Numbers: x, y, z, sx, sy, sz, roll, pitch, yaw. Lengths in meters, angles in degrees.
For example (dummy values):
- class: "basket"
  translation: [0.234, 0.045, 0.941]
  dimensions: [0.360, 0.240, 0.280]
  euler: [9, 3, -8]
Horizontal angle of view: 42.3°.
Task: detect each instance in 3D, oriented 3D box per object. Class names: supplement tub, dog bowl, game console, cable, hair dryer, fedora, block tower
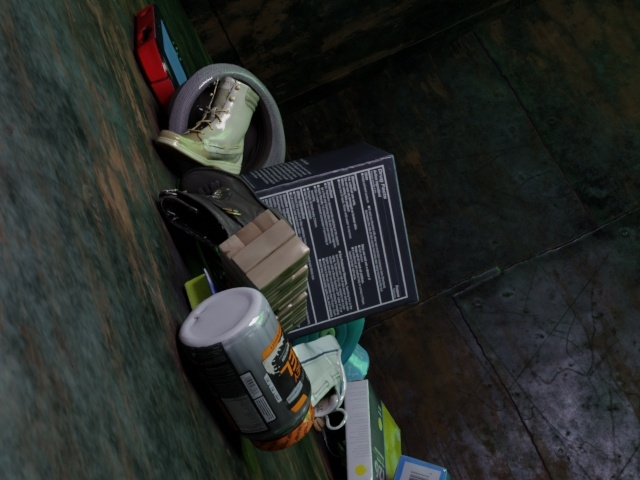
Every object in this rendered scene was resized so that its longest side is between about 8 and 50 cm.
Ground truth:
- class: "supplement tub"
  translation: [-0.084, 0.162, 1.018]
  dimensions: [0.117, 0.117, 0.190]
  euler: [-111, 176, -61]
- class: "dog bowl"
  translation: [0.007, 0.244, 1.904]
  dimensions: [0.074, 0.166, 0.297]
  euler: [52, 9, -31]
- class: "game console"
  translation: [-0.303, -0.318, 1.804]
  dimensions: [0.386, 0.060, 0.342]
  euler: [-110, 175, -58]
- class: "cable"
  translation: [-0.170, 0.018, 1.461]
  dimensions: [0.184, 0.047, 0.150]
  euler: [-107, 172, -70]
- class: "hair dryer"
  translation: [0.045, 0.410, 1.945]
  dimensions: [0.223, 0.080, 0.293]
  euler: [63, 3, -46]
- class: "fedora"
  translation: [-0.201, -0.210, 1.601]
  dimensions: [0.124, 0.244, 0.275]
  euler: [23, -31, 47]
- class: "block tower"
  translation: [-0.079, 0.068, 1.235]
  dimensions: [0.091, 0.097, 0.335]
  euler: [48, -17, 15]

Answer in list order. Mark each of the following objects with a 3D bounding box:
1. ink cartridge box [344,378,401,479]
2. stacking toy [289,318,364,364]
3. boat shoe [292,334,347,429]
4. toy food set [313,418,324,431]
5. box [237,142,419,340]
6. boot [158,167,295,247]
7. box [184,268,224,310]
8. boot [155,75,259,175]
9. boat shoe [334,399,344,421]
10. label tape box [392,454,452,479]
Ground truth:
- class: "ink cartridge box"
  translation: [0.120, 0.498, 1.771]
  dimensions: [0.303, 0.072, 0.307]
  euler: [63, 20, -52]
- class: "stacking toy"
  translation: [-0.049, 0.156, 1.834]
  dimensions: [0.166, 0.175, 0.302]
  euler: [20, 6, -30]
- class: "boat shoe"
  translation: [-0.014, 0.260, 1.442]
  dimensions: [0.367, 0.136, 0.156]
  euler: [34, 32, -81]
- class: "toy food set"
  translation: [-0.014, 0.366, 1.774]
  dimensions: [0.082, 0.020, 0.083]
  euler: [7, 58, -88]
- class: "box"
  translation: [0.000, 0.000, 1.558]
  dimensions: [0.183, 0.294, 0.296]
  euler: [-135, -148, -69]
- class: "boot"
  translation: [-0.175, -0.055, 1.291]
  dimensions: [0.263, 0.091, 0.229]
  euler: [30, 10, 26]
- class: "box"
  translation: [-0.137, 0.120, 1.159]
  dimensions: [0.178, 0.042, 0.109]
  euler: [64, 2, -66]
- class: "boot"
  translation: [-0.193, -0.212, 1.454]
  dimensions: [0.077, 0.165, 0.213]
  euler: [20, 3, 31]
- class: "boat shoe"
  translation: [0.083, 0.376, 1.914]
  dimensions: [0.223, 0.080, 0.073]
  euler: [35, 18, -51]
- class: "label tape box"
  translation: [0.206, 0.609, 1.739]
  dimensions: [0.333, 0.106, 0.240]
  euler: [61, 44, -62]
